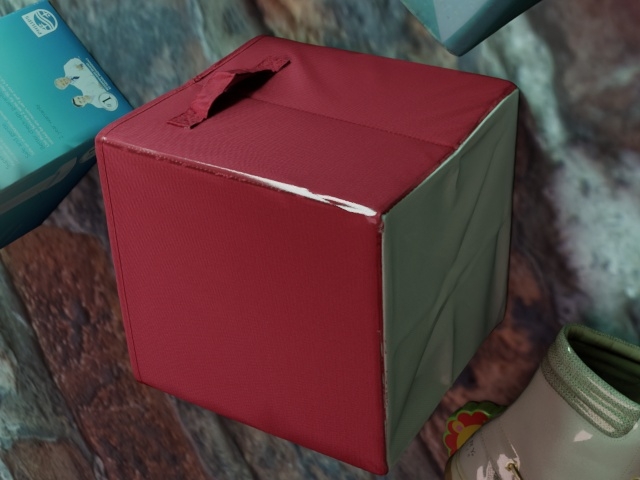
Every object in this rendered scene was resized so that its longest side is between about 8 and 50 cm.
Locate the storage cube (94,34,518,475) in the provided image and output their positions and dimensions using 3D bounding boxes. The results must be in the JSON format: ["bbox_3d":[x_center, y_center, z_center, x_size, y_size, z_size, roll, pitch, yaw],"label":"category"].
[{"bbox_3d":[0.000,0.000,0.685,0.193,0.183,0.215,16,126,28],"label":"storage cube"}]

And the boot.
[{"bbox_3d":[0.208,0.164,0.707,0.213,0.077,0.165,34,124,5],"label":"boot"}]

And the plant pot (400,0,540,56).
[{"bbox_3d":[0.103,-0.226,0.422,0.165,0.166,0.234,48,125,1],"label":"plant pot"}]

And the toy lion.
[{"bbox_3d":[0.138,0.170,0.805,0.100,0.034,0.096,21,122,26],"label":"toy lion"}]

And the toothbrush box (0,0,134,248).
[{"bbox_3d":[-0.320,-0.036,0.829,0.126,0.295,0.216,51,137,-3],"label":"toothbrush box"}]
